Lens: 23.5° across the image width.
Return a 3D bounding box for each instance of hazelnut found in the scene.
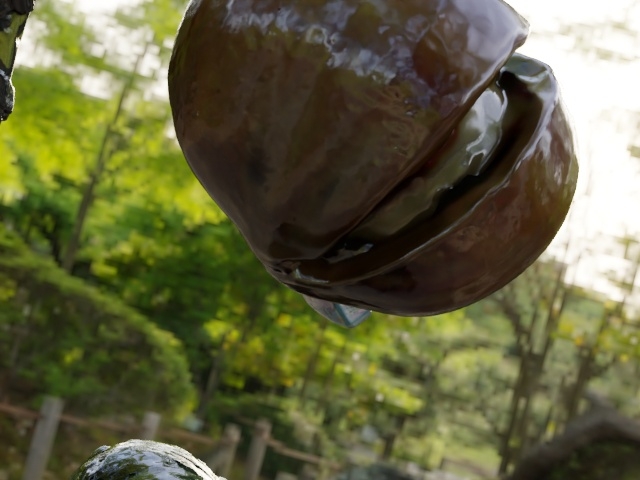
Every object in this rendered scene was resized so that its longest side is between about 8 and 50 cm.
[{"bbox_3d":[0.025,-0.067,0.907,0.251,0.217,0.217,44,-12,-12],"label":"hazelnut"}]

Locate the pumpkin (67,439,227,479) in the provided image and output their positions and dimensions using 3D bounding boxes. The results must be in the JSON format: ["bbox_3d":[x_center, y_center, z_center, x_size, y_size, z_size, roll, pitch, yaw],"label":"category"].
[{"bbox_3d":[-0.133,0.329,1.469,0.300,0.207,0.300,41,8,-7],"label":"pumpkin"}]

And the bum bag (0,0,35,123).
[{"bbox_3d":[-0.276,-0.173,1.250,0.107,0.232,0.060,26,19,31],"label":"bum bag"}]

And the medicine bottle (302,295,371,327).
[{"bbox_3d":[0.000,0.000,1.801,0.188,0.094,0.119,58,-16,-28],"label":"medicine bottle"}]
